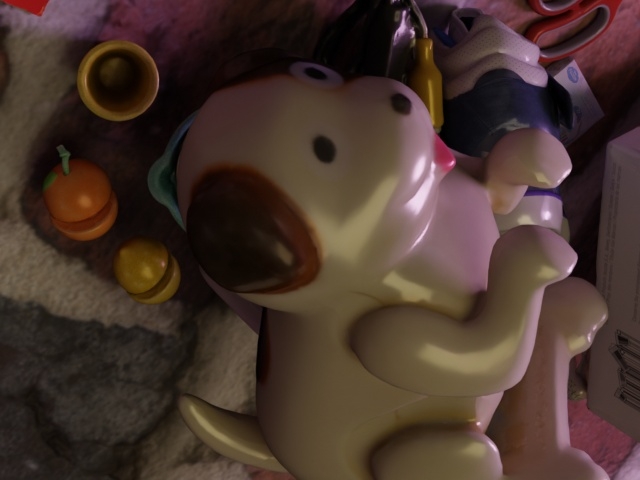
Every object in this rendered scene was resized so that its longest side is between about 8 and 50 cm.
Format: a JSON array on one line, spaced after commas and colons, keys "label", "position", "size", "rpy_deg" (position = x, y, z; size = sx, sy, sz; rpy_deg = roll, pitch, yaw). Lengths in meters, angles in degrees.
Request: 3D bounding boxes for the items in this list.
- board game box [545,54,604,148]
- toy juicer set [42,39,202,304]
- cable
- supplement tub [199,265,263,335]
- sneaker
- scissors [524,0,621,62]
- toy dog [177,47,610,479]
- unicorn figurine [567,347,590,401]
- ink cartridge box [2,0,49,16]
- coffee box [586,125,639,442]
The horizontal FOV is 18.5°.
[{"label": "board game box", "position": [0.235, -0.130, 1.989], "size": [0.090, 0.020, 0.090], "rpy_deg": [-39, 133, -3]}, {"label": "toy juicer set", "position": [-0.085, -0.024, 1.702], "size": [0.329, 0.089, 0.209], "rpy_deg": [23, 97, -12]}, {"label": "cable", "position": [0.073, -0.219, 1.762], "size": [0.072, 0.139, 0.287], "rpy_deg": [-10, 120, -45]}, {"label": "supplement tub", "position": [0.000, 0.000, 1.841], "size": [0.199, 0.144, 0.144], "rpy_deg": [-46, 133, 2]}, {"label": "sneaker", "position": [0.166, -0.103, 1.894], "size": [0.130, 0.236, 0.323], "rpy_deg": [-7, 172, 0]}, {"label": "scissors", "position": [0.324, -0.275, 1.952], "size": [0.297, 0.021, 0.109], "rpy_deg": [-28, 129, -15]}, {"label": "toy dog", "position": [0.034, 0.021, 1.605], "size": [0.395, 0.284, 0.408], "rpy_deg": [-5, 136, 25]}, {"label": "unicorn figurine", "position": [0.259, 0.146, 2.144], "size": [0.060, 0.162, 0.111], "rpy_deg": [-21, 102, -13]}, {"label": "ink cartridge box", "position": [-0.263, -0.279, 1.547], "size": [0.225, 0.056, 0.181], "rpy_deg": [21, 107, -38]}, {"label": "coffee box", "position": [0.508, 0.050, 1.965], "size": [0.334, 0.338, 0.337], "rpy_deg": [-27, 133, -34]}]
